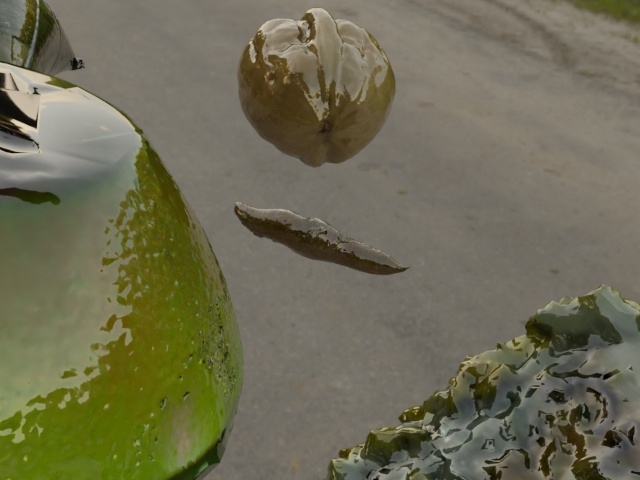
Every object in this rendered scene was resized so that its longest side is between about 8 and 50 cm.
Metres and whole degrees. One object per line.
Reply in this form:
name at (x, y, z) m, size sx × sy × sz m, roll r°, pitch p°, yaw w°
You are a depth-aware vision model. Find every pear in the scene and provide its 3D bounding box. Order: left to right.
pear at (-0.222, -0.004, 0.551) m, size 0.399 × 0.165 × 0.399 m, roll 14°, pitch 26°, yaw -7°

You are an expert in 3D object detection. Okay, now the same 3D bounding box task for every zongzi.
zongzi at (-0.292, -0.152, 0.844) m, size 0.112 × 0.242 × 0.221 m, roll -19°, pitch 63°, yaw 10°

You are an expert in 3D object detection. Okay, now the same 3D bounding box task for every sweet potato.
sweet potato at (0.000, 0.000, 1.305) m, size 0.274 × 0.067 × 0.067 m, roll 19°, pitch 26°, yaw -4°

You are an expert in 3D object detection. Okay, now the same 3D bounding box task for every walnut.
walnut at (-0.004, -0.148, 0.859) m, size 0.166 × 0.149 × 0.166 m, roll 5°, pitch 36°, yaw -4°

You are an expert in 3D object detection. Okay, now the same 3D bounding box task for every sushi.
sushi at (0.182, 0.237, 0.654) m, size 0.396 × 0.240 × 0.351 m, roll -31°, pitch 37°, yaw -14°
